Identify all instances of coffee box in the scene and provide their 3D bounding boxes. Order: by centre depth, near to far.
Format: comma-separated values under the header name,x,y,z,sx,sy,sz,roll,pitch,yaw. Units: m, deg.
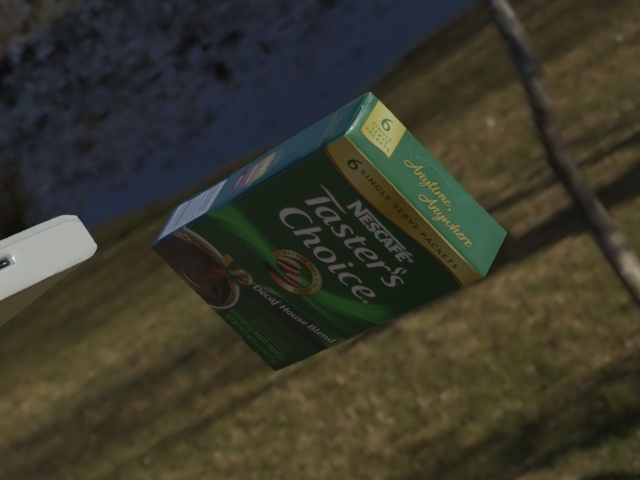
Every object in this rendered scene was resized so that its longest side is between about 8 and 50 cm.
name,x,y,z,sx,sy,sz,roll,pitch,yaw
coffee box,0.000,0.000,1.004,0.184,0.113,0.040,-26,24,45

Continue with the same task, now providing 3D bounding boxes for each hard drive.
name,x,y,z,sx,sy,sz,roll,pitch,yaw
hard drive,-0.365,0.108,1.485,0.353,0.047,0.233,-36,-3,33
